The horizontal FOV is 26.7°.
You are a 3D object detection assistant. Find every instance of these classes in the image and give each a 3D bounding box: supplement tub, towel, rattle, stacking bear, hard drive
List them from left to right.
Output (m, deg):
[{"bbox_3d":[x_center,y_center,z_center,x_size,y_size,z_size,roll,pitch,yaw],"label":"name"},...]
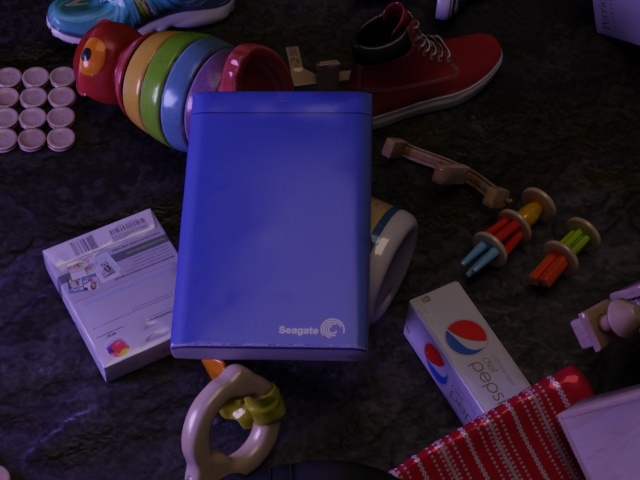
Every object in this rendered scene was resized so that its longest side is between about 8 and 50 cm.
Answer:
[{"bbox_3d":[-0.196,-0.201,1.731,0.289,0.175,0.164,22,11,26],"label":"stacking bear"},{"bbox_3d":[-0.142,0.219,1.472,0.143,0.130,0.199,26,82,29],"label":"rattle"},{"bbox_3d":[-0.049,-0.022,1.503,0.210,0.040,0.318,0,64,3],"label":"hard drive"},{"bbox_3d":[0.000,0.000,1.593,0.200,0.144,0.144,23,55,14],"label":"supplement tub"},{"bbox_3d":[0.208,0.275,1.412,0.275,0.031,0.199,-27,90,-21],"label":"towel"}]

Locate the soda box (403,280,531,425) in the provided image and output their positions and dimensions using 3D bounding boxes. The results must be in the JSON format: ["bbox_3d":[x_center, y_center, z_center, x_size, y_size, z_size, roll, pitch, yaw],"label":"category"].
[{"bbox_3d":[0.178,0.154,1.530,0.069,0.074,0.216,-22,57,-18],"label":"soda box"}]

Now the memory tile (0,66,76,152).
[{"bbox_3d":[-0.380,-0.174,1.786,0.113,0.012,0.148,-2,54,-5],"label":"memory tile"}]

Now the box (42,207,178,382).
[{"bbox_3d":[-0.227,0.061,1.602,0.145,0.038,0.186,-24,57,-18],"label":"box"}]

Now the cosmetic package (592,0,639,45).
[{"bbox_3d":[0.532,-0.349,1.756,0.156,0.217,0.385,-31,33,-23],"label":"cosmetic package"}]

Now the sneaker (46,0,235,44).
[{"bbox_3d":[-0.248,-0.347,1.863,0.275,0.110,0.107,-19,56,-15],"label":"sneaker"}]

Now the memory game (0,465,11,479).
[{"bbox_3d":[-0.421,0.289,1.437,0.186,0.012,0.186,1,54,-2],"label":"memory game"}]

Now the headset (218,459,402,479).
[{"bbox_3d":[-0.073,0.326,1.314,0.394,0.243,0.185,-17,29,6],"label":"headset"}]

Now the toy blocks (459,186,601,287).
[{"bbox_3d":[0.253,0.015,1.651,0.123,0.054,0.148,37,60,23],"label":"toy blocks"}]

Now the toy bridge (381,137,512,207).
[{"bbox_3d":[0.168,-0.085,1.718,0.188,0.026,0.063,29,19,34],"label":"toy bridge"}]

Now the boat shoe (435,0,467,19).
[{"bbox_3d":[0.224,-0.395,1.949,0.076,0.080,0.228,15,46,10],"label":"boat shoe"}]

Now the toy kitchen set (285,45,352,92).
[{"bbox_3d":[-0.001,-0.239,1.819,0.083,0.068,0.075,-7,54,-8],"label":"toy kitchen set"}]

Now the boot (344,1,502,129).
[{"bbox_3d":[0.145,-0.256,1.773,0.244,0.176,0.088,-24,56,-21],"label":"boot"}]

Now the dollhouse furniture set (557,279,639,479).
[{"bbox_3d":[0.450,0.165,1.436,0.355,0.174,0.303,-22,87,-36],"label":"dollhouse furniture set"}]
